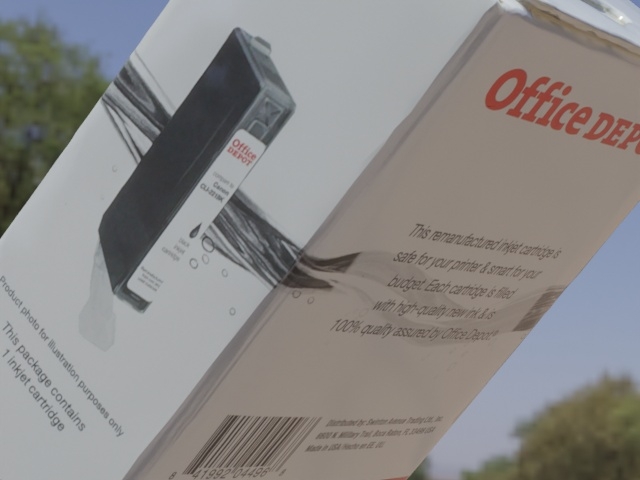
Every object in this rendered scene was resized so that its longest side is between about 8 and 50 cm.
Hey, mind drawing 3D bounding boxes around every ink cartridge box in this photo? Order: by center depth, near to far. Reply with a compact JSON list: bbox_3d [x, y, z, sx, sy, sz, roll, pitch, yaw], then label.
[{"bbox_3d":[0.000,0.000,0.700,0.114,0.273,0.197,48,20,26],"label":"ink cartridge box"}]
